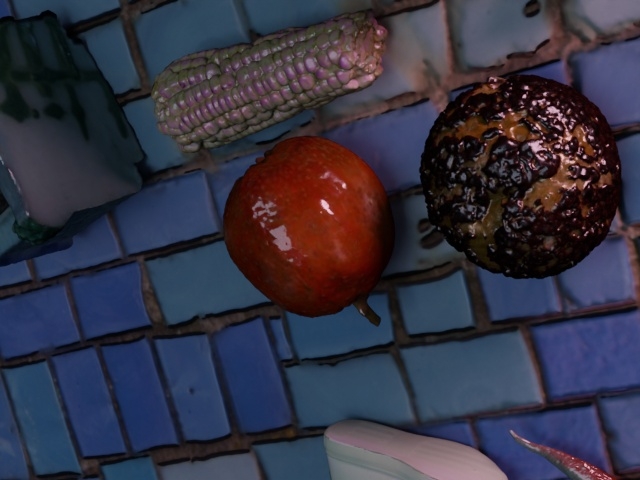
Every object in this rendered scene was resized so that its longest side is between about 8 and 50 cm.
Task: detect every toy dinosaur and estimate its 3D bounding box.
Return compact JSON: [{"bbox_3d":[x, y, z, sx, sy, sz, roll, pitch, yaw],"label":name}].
[{"bbox_3d":[0.331,0.304,1.870,0.167,0.053,0.242,-40,80,33],"label":"toy dinosaur"}]

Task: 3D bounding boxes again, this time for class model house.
[{"bbox_3d":[-0.452,-0.103,2.159,0.329,0.252,0.295,-32,86,41],"label":"model house"}]

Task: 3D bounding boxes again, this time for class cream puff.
[{"bbox_3d":[0.221,-0.068,1.768,0.239,0.165,0.239,11,110,33],"label":"cream puff"}]

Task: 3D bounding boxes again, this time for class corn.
[{"bbox_3d":[-0.065,-0.201,1.951,0.335,0.126,0.126,-14,96,31],"label":"corn"}]

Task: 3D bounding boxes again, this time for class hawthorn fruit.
[{"bbox_3d":[0.000,0.000,1.918,0.253,0.205,0.205,50,124,3],"label":"hawthorn fruit"}]

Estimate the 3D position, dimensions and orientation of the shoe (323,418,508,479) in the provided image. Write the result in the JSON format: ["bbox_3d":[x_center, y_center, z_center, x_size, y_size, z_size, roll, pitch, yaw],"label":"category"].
[{"bbox_3d":[0.121,0.312,1.991,0.265,0.095,0.110,18,118,34],"label":"shoe"}]
